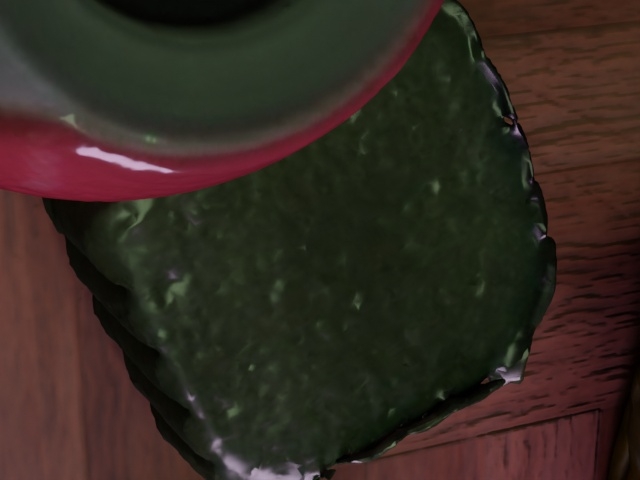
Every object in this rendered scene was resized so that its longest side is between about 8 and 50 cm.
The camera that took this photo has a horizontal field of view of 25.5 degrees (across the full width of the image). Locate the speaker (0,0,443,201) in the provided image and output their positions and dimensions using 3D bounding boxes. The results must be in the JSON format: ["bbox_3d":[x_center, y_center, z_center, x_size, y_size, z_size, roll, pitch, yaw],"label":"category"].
[{"bbox_3d":[-0.077,-0.156,0.527,0.294,0.294,0.294,-9,113,-22],"label":"speaker"}]

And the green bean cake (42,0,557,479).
[{"bbox_3d":[0.000,0.000,0.709,0.227,0.125,0.222,-30,117,-13],"label":"green bean cake"}]

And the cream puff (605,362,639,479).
[{"bbox_3d":[0.319,0.173,0.789,0.276,0.378,0.378,3,110,-3],"label":"cream puff"}]
